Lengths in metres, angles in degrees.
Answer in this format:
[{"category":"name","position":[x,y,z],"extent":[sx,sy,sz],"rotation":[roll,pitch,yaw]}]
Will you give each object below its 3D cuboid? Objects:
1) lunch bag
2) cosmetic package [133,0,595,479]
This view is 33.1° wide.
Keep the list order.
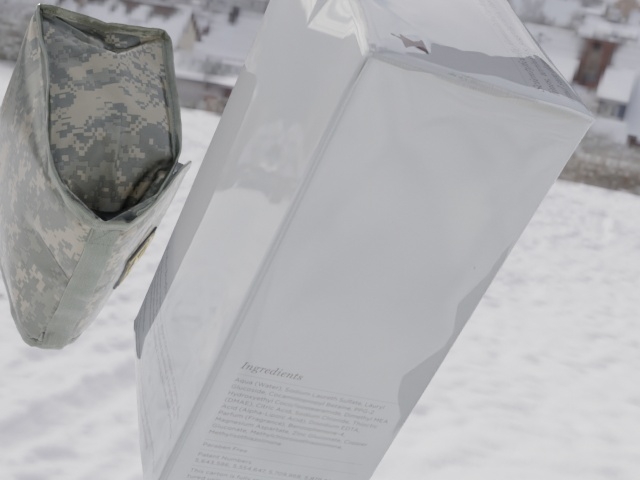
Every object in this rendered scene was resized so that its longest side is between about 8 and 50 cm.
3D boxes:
[{"category":"lunch bag","position":[-0.244,-0.055,1.108],"extent":[0.169,0.235,0.287],"rotation":[8,52,-27]},{"category":"cosmetic package","position":[0.000,0.000,0.750],"extent":[0.156,0.385,0.217],"rotation":[15,34,-22]}]
